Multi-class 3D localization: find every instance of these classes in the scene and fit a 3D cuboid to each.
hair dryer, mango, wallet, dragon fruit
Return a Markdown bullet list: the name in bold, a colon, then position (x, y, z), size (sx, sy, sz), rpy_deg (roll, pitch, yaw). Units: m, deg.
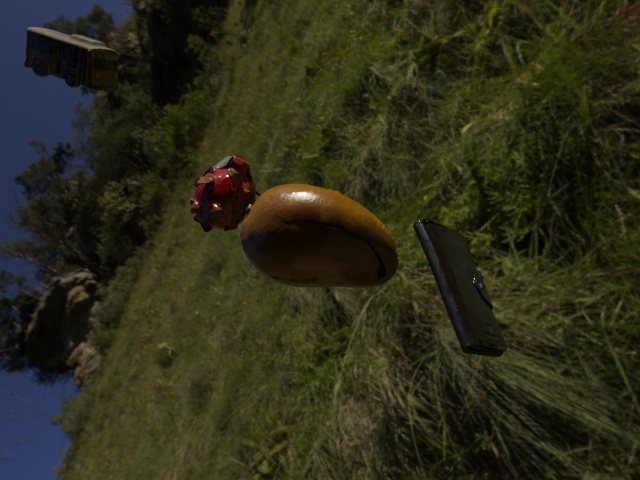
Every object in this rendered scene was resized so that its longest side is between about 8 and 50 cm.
- **hair dryer**: position (-0.220, -0.162, 1.298), size (0.071, 0.150, 0.047), rpy_deg (-51, -2, -40)
- **mango**: position (0.000, 0.000, 0.698), size (0.166, 0.235, 0.136), rpy_deg (111, 175, -58)
- **wallet**: position (0.318, 0.102, 1.067), size (0.172, 0.318, 0.045), rpy_deg (16, -42, -37)
- **dragon fruit**: position (-0.188, -0.088, 0.964), size (0.166, 0.133, 0.136), rpy_deg (-57, 1, 15)

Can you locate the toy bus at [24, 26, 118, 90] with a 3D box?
- **toy bus**: position (-0.528, -0.389, 1.024), size (0.091, 0.182, 0.103), rpy_deg (-43, -29, -66)
